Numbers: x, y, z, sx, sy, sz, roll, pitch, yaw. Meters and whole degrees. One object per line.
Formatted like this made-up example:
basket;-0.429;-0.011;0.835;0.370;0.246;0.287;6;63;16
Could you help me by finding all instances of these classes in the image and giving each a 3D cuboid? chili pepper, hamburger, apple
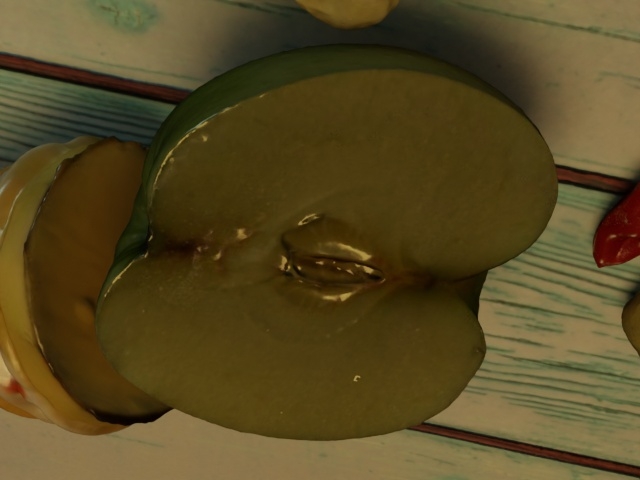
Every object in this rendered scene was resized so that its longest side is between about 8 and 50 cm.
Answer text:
chili pepper;0.297;-0.025;1.305;0.059;0.050;0.191;7;144;-17
hamburger;-0.245;0.042;1.349;0.237;0.276;0.276;-6;134;42
apple;0.000;0.000;1.211;0.360;0.320;0.312;10;166;-21

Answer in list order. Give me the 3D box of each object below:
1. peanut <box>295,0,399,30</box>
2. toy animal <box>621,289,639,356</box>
peanut;-0.021;-0.285;1.096;0.125;0.111;0.274;17;142;49
toy animal;0.354;0.046;1.345;0.101;0.103;0.218;38;137;9
